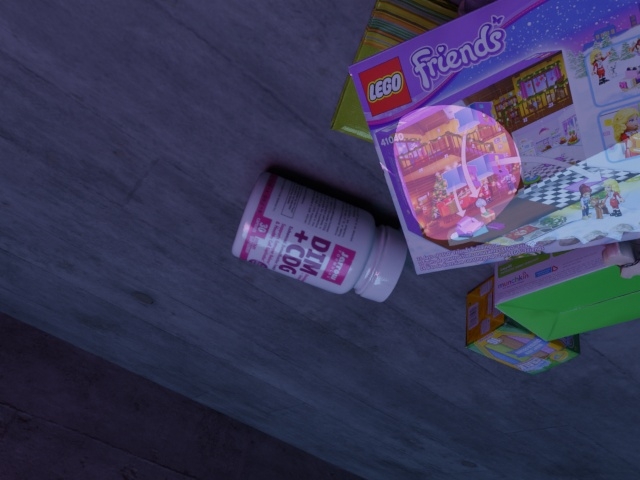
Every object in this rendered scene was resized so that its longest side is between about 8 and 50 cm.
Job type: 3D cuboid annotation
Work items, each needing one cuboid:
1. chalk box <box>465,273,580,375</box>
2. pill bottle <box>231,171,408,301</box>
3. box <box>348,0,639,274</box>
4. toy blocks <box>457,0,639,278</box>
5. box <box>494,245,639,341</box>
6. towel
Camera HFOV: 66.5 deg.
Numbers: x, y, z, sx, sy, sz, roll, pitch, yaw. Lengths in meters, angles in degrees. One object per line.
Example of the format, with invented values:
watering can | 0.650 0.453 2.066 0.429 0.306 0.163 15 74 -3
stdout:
chalk box | 0.412 0.169 0.957 0.212 0.133 0.132 22 142 -9
pill bottle | 0.000 0.000 0.870 0.282 0.161 0.160 20 142 -6
box | 0.187 -0.095 0.383 0.293 0.057 0.201 -12 105 32
toy blocks | 0.268 -0.163 0.444 0.288 0.309 0.260 4 146 15
box | 0.372 -0.023 0.648 0.126 0.231 0.262 33 139 -22
towel | 0.092 -0.225 0.668 0.102 0.021 0.237 20 143 -4
